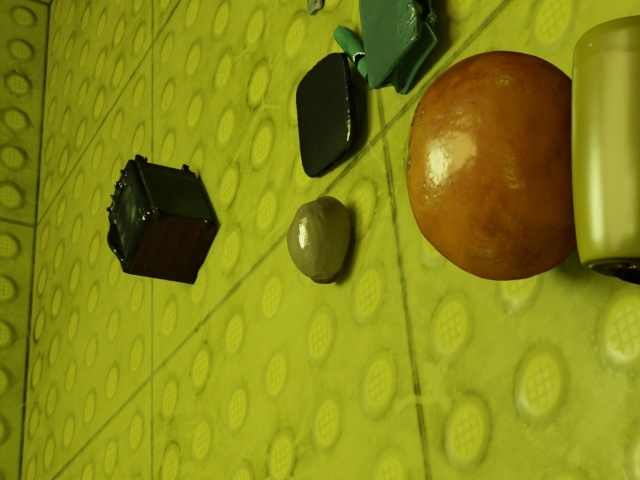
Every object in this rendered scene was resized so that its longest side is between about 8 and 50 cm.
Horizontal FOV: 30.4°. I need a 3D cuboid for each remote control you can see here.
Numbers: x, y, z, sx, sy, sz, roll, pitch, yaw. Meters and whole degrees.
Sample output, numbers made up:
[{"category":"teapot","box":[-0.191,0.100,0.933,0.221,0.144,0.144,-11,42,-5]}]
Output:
[{"category":"remote control","box":[-0.009,-0.534,2.325,0.050,0.027,0.184,-30,57,57]}]

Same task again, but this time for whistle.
[{"category":"whistle","box":[0.066,-0.329,2.070,0.039,0.039,0.186,-64,29,24]}]

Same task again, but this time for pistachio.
[{"category":"pistachio","box":[0.000,0.000,1.989,0.113,0.113,0.149,-24,73,58]}]

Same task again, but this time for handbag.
[{"category":"handbag","box":[0.132,-0.370,1.917,0.179,0.062,0.229,128,144,-50]}]

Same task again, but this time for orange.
[{"category":"orange","box":[0.218,-0.089,1.436,0.284,0.226,0.284,-178,90,-88]}]

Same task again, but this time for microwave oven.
[{"category":"microwave oven","box":[-0.358,-0.047,2.591,0.178,0.188,0.247,-63,30,24]}]

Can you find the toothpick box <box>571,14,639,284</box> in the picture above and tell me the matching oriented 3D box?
[{"category":"toothpick box","box":[0.354,-0.089,1.263,0.175,0.175,0.272,-13,70,61]}]

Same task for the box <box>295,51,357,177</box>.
[{"category":"box","box":[0.009,-0.223,2.110,0.212,0.042,0.201,141,127,-58]}]
